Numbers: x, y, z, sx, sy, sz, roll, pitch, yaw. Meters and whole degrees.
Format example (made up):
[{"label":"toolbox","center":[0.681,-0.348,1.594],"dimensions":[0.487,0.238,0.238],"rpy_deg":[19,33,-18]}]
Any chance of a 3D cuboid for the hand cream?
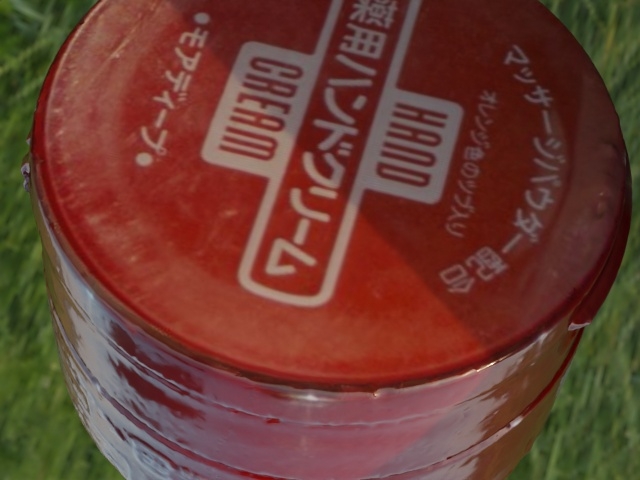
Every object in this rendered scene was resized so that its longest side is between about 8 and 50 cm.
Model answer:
[{"label":"hand cream","center":[0.000,0.000,0.540],"dimensions":[0.193,0.193,0.125],"rpy_deg":[17,148,6]}]
